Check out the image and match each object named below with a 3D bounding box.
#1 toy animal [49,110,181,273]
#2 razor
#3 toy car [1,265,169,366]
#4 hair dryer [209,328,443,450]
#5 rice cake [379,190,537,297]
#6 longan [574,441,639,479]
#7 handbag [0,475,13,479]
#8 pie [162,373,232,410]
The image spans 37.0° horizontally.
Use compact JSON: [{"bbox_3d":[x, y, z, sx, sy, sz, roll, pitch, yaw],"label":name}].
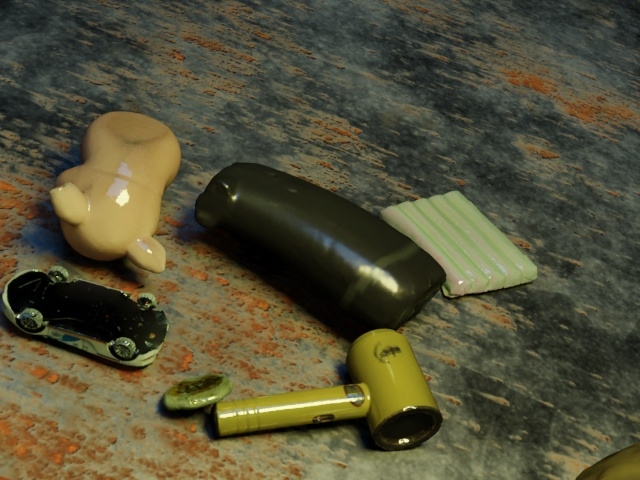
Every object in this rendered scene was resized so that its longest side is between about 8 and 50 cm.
[{"bbox_3d":[-0.268,-0.075,1.293,0.166,0.154,0.250,20,42,-14],"label":"toy animal"},{"bbox_3d":[0.001,-0.001,1.332,0.349,0.113,0.204,31,19,12],"label":"razor"},{"bbox_3d":[-0.288,0.093,1.172,0.205,0.056,0.095,16,40,-1],"label":"toy car"},{"bbox_3d":[0.000,0.191,1.176,0.278,0.090,0.135,-4,47,-19],"label":"hair dryer"},{"bbox_3d":[0.215,0.004,1.501,0.189,0.037,0.198,-10,50,-32],"label":"rice cake"},{"bbox_3d":[0.369,0.380,0.904,0.391,0.391,0.391,12,41,-11],"label":"longan"},{"bbox_3d":[-0.348,0.308,0.907,0.127,0.063,0.190,20,38,-2],"label":"handbag"},{"bbox_3d":[-0.148,0.181,1.140,0.085,0.017,0.085,-10,14,2],"label":"pie"}]
